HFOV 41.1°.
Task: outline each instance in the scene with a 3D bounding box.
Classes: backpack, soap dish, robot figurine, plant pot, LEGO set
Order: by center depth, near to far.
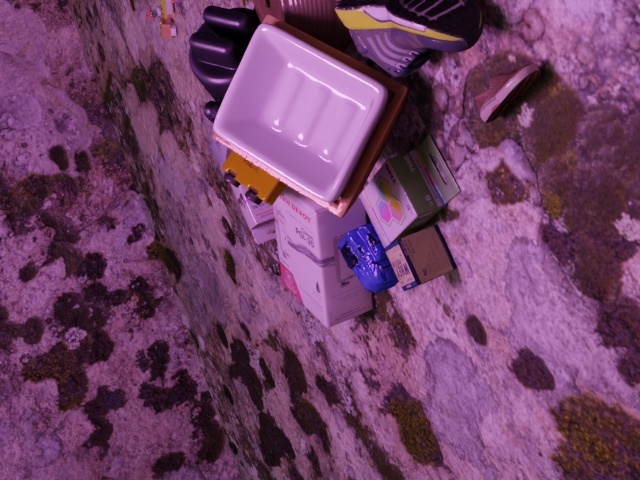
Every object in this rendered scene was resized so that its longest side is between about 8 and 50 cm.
[{"bbox_3d":[-0.015,-0.204,1.396,0.291,0.118,0.229,33,105,24],"label":"soap dish"},{"bbox_3d":[-0.045,-0.424,1.480,0.237,0.109,0.237,48,151,39],"label":"plant pot"},{"bbox_3d":[0.103,0.029,1.564,0.120,0.098,0.101,63,153,15],"label":"backpack"},{"bbox_3d":[-0.145,-0.329,1.624,0.174,0.209,0.278,61,-174,26],"label":"robot figurine"},{"bbox_3d":[-0.409,-0.603,2.135,0.132,0.107,0.287,68,157,2],"label":"LEGO set"}]

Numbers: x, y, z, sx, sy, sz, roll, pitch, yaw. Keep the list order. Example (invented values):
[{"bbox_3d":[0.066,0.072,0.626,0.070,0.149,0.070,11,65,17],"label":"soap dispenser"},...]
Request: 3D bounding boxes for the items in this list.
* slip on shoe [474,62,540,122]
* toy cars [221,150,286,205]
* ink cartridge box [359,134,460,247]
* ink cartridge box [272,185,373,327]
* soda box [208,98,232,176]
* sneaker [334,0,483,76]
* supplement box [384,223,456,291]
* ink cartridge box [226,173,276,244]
[{"bbox_3d":[0.240,-0.201,1.119,0.041,0.051,0.135,62,164,9],"label":"slip on shoe"},{"bbox_3d":[-0.027,-0.150,1.579,0.393,0.087,0.177,-18,55,37],"label":"toy cars"},{"bbox_3d":[0.143,-0.078,1.425,0.109,0.062,0.209,64,157,12],"label":"ink cartridge box"},{"bbox_3d":[0.000,0.000,1.739,0.207,0.117,0.283,41,145,49],"label":"ink cartridge box"},{"bbox_3d":[-0.187,-0.274,1.942,0.091,0.098,0.286,59,155,25],"label":"soda box"},{"bbox_3d":[0.136,-0.297,1.225,0.300,0.111,0.121,35,154,58],"label":"sneaker"},{"bbox_3d":[0.168,0.030,1.435,0.083,0.083,0.056,66,157,6],"label":"supplement box"},{"bbox_3d":[-0.130,-0.095,1.964,0.181,0.104,0.061,66,158,3],"label":"ink cartridge box"}]
